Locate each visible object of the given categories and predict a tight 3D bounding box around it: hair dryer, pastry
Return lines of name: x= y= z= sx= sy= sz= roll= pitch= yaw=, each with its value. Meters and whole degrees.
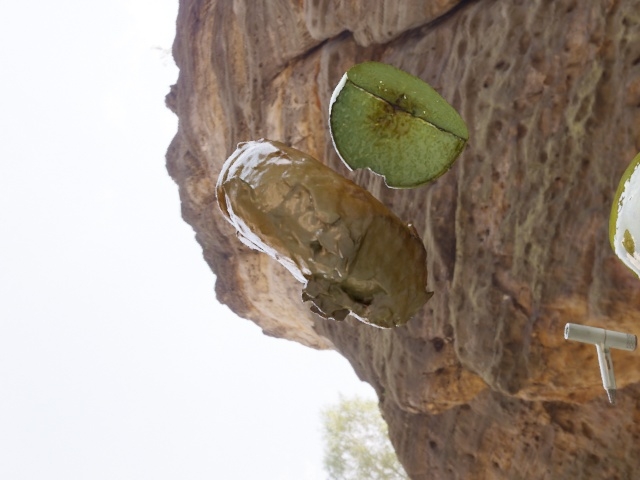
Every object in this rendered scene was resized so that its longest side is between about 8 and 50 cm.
hair dryer: x=0.664 y=0.297 z=1.222 sx=0.044 sy=0.154 sz=0.183 roll=66 pitch=-143 yaw=-60
pastry: x=-0.005 y=-0.003 z=0.541 sx=0.121 sy=0.235 sz=0.257 roll=-55 pitch=-44 yaw=-2

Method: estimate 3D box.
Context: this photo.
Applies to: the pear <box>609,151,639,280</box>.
pear: x=0.678 y=-0.063 z=0.914 sx=0.287 sy=0.287 sz=0.375 roll=5 pitch=-93 yaw=-32

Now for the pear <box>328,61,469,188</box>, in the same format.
pear: x=0.149 y=-0.249 z=1.067 sx=0.292 sy=0.159 sz=0.292 roll=17 pitch=-139 yaw=-15
